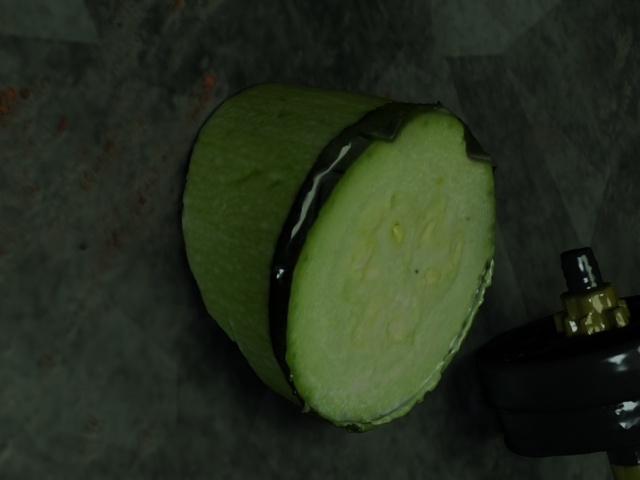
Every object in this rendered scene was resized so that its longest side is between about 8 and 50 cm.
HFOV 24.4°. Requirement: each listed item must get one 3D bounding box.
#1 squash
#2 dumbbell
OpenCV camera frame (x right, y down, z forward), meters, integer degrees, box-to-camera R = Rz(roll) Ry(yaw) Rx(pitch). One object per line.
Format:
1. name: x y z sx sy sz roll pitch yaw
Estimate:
1. squash: 0.009 0.011 0.945 0.220 0.133 0.220 -12 106 -49
2. dumbbell: 0.235 0.192 1.057 0.185 0.185 0.388 -23 98 -46
